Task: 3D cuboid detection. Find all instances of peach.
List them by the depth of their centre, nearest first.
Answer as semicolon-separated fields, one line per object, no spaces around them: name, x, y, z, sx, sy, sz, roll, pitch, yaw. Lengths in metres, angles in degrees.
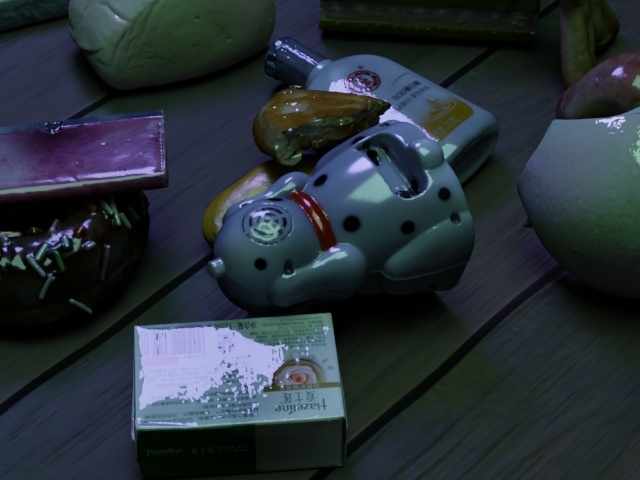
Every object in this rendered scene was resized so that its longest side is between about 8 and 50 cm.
peach;0.351;-0.137;1.796;0.152;0.152;0.152;0;43;0

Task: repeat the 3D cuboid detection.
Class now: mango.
mango;-0.045;-0.043;1.724;0.190;0.075;0.098;-26;40;-17

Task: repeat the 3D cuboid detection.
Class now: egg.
egg;0.350;-0.054;1.618;0.271;0.162;0.206;-18;78;-5

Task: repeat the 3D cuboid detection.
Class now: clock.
clock;0.002;0.001;1.597;0.254;0.189;0.189;-23;48;-22

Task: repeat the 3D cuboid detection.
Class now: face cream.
face cream;0.059;-0.154;1.841;0.291;0.071;0.144;33;57;30

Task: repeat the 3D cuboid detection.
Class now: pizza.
pizza;0.002;-0.128;1.743;0.161;0.062;0.182;-14;18;-11

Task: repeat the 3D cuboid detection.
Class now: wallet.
wallet;-0.274;-0.082;1.649;0.232;0.025;0.119;-7;43;-4

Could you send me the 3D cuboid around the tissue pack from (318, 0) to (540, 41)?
tissue pack;0.140;-0.367;1.998;0.275;0.167;0.200;3;43;3

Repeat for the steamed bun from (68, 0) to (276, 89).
steamed bun;-0.183;-0.293;1.927;0.239;0.152;0.170;-16;45;-21

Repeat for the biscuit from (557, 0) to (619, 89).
biscuit;0.305;-0.294;1.901;0.047;0.208;0.164;0;39;26

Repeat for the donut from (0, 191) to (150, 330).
donut;-0.308;-0.019;1.674;0.270;0.103;0.269;0;45;0

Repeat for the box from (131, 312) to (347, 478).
box;-0.078;0.147;1.517;0.199;0.081;0.135;-4;44;-2

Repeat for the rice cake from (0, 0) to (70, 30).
rice cake;-0.355;-0.314;2.013;0.206;0.063;0.069;-19;53;-18
